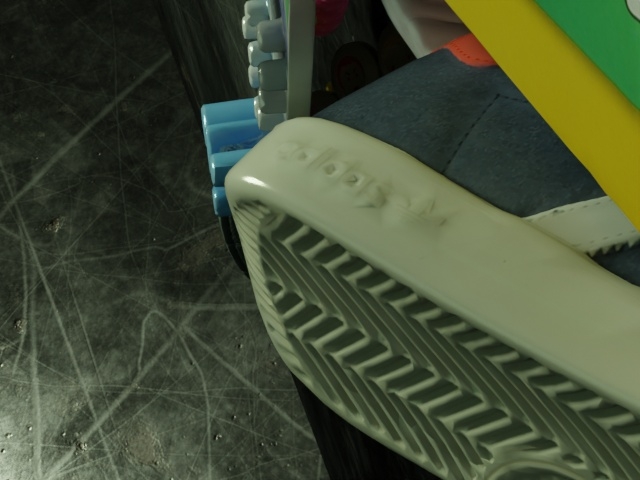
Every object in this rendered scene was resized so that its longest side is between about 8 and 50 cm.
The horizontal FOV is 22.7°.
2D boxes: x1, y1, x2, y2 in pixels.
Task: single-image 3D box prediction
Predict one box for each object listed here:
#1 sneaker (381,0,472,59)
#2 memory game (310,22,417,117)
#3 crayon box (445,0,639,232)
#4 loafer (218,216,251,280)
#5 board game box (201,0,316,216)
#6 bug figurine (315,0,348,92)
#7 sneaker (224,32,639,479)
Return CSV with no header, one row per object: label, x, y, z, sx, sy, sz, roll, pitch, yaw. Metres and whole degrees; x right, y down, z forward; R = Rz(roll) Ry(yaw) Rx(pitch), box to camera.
sneaker,0.050,-0.144,0.625,0.153,0.101,0.269,96,161,-74
memory game,0.050,-0.024,0.843,0.186,0.012,0.186,16,112,45
crayon box,0.075,-0.180,0.299,0.313,0.106,0.363,-121,15,-49
loafer,0.000,0.000,1.177,0.267,0.096,0.084,51,-155,-47
board game box,-0.052,-0.238,0.753,0.390,0.050,0.390,96,168,-75
bug figurine,0.017,-0.127,0.985,0.216,0.072,0.279,117,140,-71
sneaker,0.134,0.036,0.406,0.350,0.148,0.131,37,152,32
